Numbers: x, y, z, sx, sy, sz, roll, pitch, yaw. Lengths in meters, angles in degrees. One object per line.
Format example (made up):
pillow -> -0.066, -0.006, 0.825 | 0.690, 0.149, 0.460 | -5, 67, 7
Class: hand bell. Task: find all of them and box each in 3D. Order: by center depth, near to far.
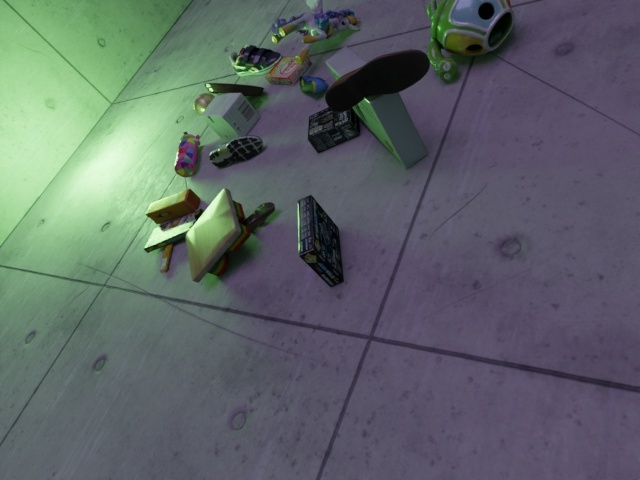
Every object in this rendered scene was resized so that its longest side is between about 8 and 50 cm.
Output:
hand bell -> -0.517, -0.617, 2.429 | 0.126, 0.126, 0.242 | -42, 53, -1

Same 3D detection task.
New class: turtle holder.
turtle holder -> 0.491, -0.726, 1.658 | 0.320, 0.243, 0.227 | -39, 58, -11

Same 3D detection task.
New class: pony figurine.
pony figurine -> -0.042, -1.001, 2.272 | 0.364, 0.302, 0.351 | -36, 67, -19

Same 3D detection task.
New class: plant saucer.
plant saucer -> -0.406, -0.711, 2.334 | 0.278, 0.278, 0.041 | 14, 107, 43

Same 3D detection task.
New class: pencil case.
pencil case -> -0.620, -0.402, 2.309 | 0.105, 0.104, 0.236 | -22, 47, 20

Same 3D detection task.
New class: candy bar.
candy bar -> -0.609, 0.062, 1.964 | 0.040, 0.018, 0.161 | -22, 45, 20

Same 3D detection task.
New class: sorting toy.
sorting toy -> -0.360, -0.010, 1.753 | 0.255, 0.089, 0.257 | -47, 40, 19

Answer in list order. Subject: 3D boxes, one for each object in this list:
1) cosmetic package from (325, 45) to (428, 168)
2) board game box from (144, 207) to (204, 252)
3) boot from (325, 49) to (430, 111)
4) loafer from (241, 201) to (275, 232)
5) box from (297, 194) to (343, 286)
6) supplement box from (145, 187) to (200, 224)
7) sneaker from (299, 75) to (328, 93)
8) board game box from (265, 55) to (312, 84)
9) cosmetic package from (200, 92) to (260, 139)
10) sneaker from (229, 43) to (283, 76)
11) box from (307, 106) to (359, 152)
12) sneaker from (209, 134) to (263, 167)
cosmetic package -> 0.178, -0.436, 1.606 | 0.097, 0.284, 0.377 | -37, 41, 7
board game box -> -0.598, -0.040, 2.023 | 0.260, 0.030, 0.136 | -20, 39, 22
boot -> 0.155, -0.461, 1.360 | 0.305, 0.112, 0.115 | -12, 39, 32
loafer -> -0.219, -0.081, 1.772 | 0.148, 0.050, 0.056 | -35, 44, 9
box -> 0.000, 0.000, 1.449 | 0.051, 0.175, 0.220 | -23, 46, 20
supplement box -> -0.631, -0.144, 2.111 | 0.234, 0.078, 0.080 | -17, 47, 24
sneaker -> -0.030, -0.674, 2.138 | 0.082, 0.069, 0.209 | -13, 28, -18
board game box -> -0.153, -0.806, 2.343 | 0.194, 0.045, 0.146 | 21, 70, 44
cosmetic package -> -0.411, -0.566, 2.252 | 0.184, 0.151, 0.151 | 15, 66, 44
sneaker -> -0.339, -0.925, 2.525 | 0.321, 0.127, 0.126 | 3, 56, 36
box -> 0.050, -0.431, 1.850 | 0.180, 0.077, 0.147 | -20, 46, 23
sneaker -> -0.362, -0.403, 2.120 | 0.275, 0.107, 0.110 | -9, 41, 30
